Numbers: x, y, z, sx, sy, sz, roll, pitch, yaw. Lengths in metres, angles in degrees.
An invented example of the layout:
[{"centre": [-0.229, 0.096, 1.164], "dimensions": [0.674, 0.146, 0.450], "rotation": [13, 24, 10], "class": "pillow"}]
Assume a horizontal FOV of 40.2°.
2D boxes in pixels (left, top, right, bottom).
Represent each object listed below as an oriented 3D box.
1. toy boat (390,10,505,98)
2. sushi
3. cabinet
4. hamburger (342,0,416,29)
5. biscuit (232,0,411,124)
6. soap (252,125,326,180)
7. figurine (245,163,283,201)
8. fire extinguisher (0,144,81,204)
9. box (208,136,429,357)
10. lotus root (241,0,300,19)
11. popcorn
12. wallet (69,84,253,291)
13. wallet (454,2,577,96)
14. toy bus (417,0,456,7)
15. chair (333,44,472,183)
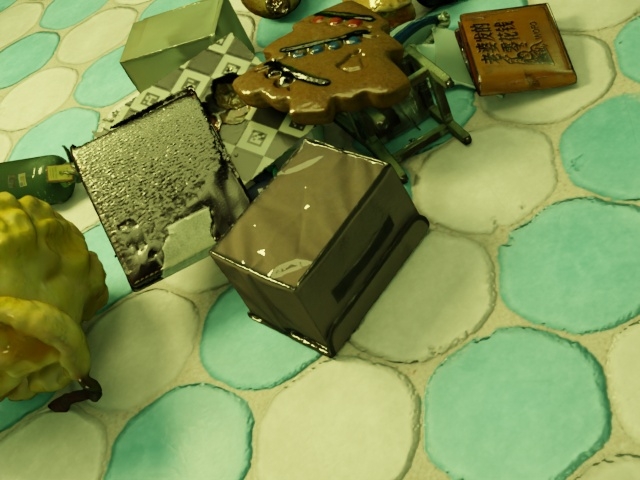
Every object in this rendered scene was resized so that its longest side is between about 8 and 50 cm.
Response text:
[{"centre": [0.215, -0.305, 1.484], "dimensions": [0.291, 0.067, 0.220], "rotation": [23, 61, 37], "class": "toy boat"}, {"centre": [-0.182, -0.166, 1.394], "dimensions": [0.290, 0.050, 0.264], "rotation": [-38, 66, -10], "class": "sushi"}, {"centre": [-0.259, -0.365, 1.726], "dimensions": [0.206, 0.145, 0.150], "rotation": [-12, 45, 18], "class": "cabinet"}, {"centre": [0.100, -0.486, 1.672], "dimensions": [0.130, 0.124, 0.262], "rotation": [-22, 42, 7], "class": "hamburger"}, {"centre": [0.010, -0.289, 1.358], "dimensions": [0.278, 0.043, 0.302], "rotation": [-1, 47, 15], "class": "biscuit"}, {"centre": [-0.166, -0.153, 1.492], "dimensions": [0.346, 0.115, 0.208], "rotation": [-18, 43, 12], "class": "soap"}, {"centre": [-0.105, -0.041, 1.372], "dimensions": [0.195, 0.111, 0.102], "rotation": [-33, 33, 6], "class": "figurine"}, {"centre": [-0.568, -0.115, 1.673], "dimensions": [0.311, 0.115, 0.095], "rotation": [-3, 3, 24], "class": "fire extinguisher"}, {"centre": [0.000, 0.000, 1.229], "dimensions": [0.188, 0.153, 0.252], "rotation": [21, 62, 41], "class": "box"}, {"centre": [-0.104, -0.542, 1.833], "dimensions": [0.145, 0.129, 0.260], "rotation": [-16, 44, -1], "class": "lotus root"}, {"centre": [-0.447, 0.109, 1.258], "dimensions": [0.381, 0.349, 0.349], "rotation": [39, 71, 19], "class": "popcorn"}, {"centre": [-0.234, -0.083, 1.303], "dimensions": [0.220, 0.071, 0.262], "rotation": [-26, 72, -4], "class": "wallet"}, {"centre": [0.312, -0.312, 1.419], "dimensions": [0.160, 0.042, 0.196], "rotation": [-9, 49, 3], "class": "wallet"}, {"centre": [0.304, -0.549, 1.629], "dimensions": [0.302, 0.128, 0.147], "rotation": [-18, 38, 13], "class": "toy bus"}, {"centre": [0.105, -0.230, 1.409], "dimensions": [0.147, 0.136, 0.270], "rotation": [-33, 42, -6], "class": "chair"}]
